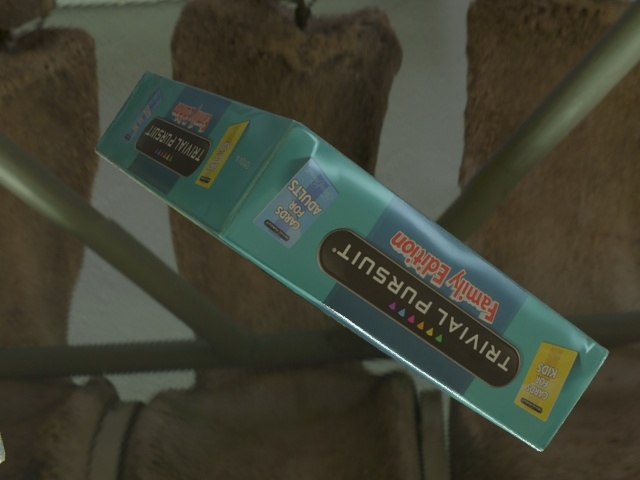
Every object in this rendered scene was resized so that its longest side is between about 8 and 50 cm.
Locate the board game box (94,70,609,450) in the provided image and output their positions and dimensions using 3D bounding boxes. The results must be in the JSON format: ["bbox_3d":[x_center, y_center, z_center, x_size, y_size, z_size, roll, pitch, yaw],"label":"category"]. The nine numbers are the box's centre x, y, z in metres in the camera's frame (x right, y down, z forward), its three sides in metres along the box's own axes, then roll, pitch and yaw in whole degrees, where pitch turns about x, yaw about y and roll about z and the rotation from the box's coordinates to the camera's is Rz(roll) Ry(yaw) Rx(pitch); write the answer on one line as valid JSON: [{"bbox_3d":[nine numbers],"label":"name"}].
[{"bbox_3d":[0.000,0.000,0.869,0.254,0.336,0.079,35,-92,-24],"label":"board game box"}]

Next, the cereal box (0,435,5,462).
[{"bbox_3d":[-0.210,-0.027,0.441,0.047,0.240,0.173,-37,-147,-1],"label":"cereal box"}]
